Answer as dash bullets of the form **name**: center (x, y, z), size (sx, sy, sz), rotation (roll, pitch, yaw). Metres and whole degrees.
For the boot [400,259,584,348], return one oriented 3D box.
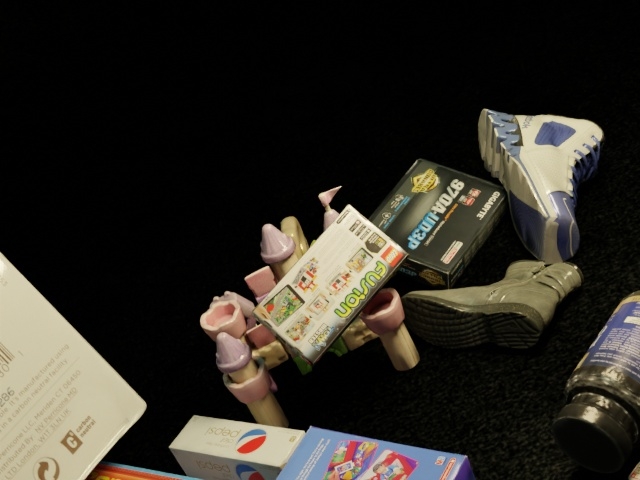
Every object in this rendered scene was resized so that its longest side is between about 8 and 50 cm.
- **boot**: center (0.252, 0.086, 1.719), size (0.247, 0.083, 0.161), rotation (4, 32, 38)

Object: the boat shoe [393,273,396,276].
- **boat shoe**: center (0.126, -0.007, 1.965), size (0.063, 0.059, 0.170), rotation (-8, 34, 30)

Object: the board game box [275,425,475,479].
- **board game box**: center (0.012, 0.388, 1.386), size (0.233, 0.078, 0.347), rotation (5, 42, 35)

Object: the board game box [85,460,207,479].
- **board game box**: center (-0.296, 0.444, 1.557), size (0.308, 0.086, 0.302), rotation (0, 39, 39)

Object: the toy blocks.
- **toy blocks**: center (-0.051, 0.078, 1.768), size (0.289, 0.260, 0.309), rotation (-28, 29, -1)

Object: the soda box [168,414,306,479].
- **soda box**: center (-0.106, 0.304, 1.641), size (0.216, 0.074, 0.069), rotation (0, 39, 39)

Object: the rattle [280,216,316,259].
- **rattle**: center (0.000, 0.000, 2.018), size (0.143, 0.130, 0.200), rotation (-32, 2, 8)

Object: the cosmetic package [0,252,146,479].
- **cosmetic package**: center (-0.529, 0.267, 1.666), size (0.394, 0.327, 0.329), rotation (-25, 21, 52)

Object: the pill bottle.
- **pill bottle**: center (0.374, 0.172, 1.417), size (0.123, 0.122, 0.219), rotation (6, 42, 44)

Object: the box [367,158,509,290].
- **box**: center (0.183, -0.028, 1.904), size (0.175, 0.051, 0.220), rotation (22, 52, 26)

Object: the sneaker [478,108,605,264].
- **sneaker**: center (0.378, -0.115, 1.849), size (0.182, 0.127, 0.315), rotation (-9, 42, -6)

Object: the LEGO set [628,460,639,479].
- **LEGO set**: center (0.494, 0.242, 1.307), size (0.182, 0.060, 0.244), rotation (-45, 25, -23)

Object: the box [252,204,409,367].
- **box**: center (0.014, 0.063, 1.630), size (0.207, 0.114, 0.036), rotation (-48, -9, -12)
